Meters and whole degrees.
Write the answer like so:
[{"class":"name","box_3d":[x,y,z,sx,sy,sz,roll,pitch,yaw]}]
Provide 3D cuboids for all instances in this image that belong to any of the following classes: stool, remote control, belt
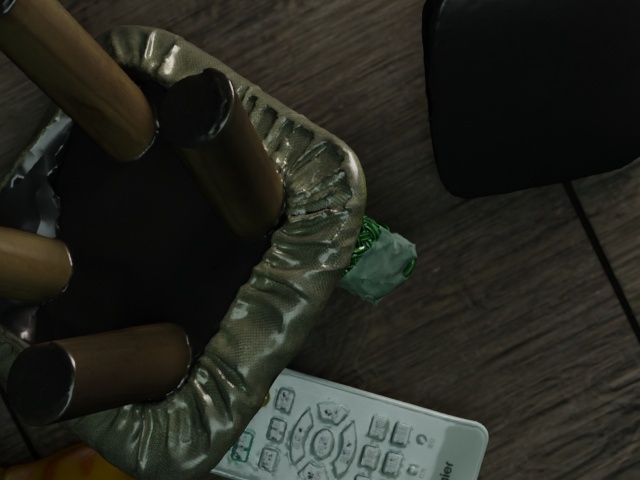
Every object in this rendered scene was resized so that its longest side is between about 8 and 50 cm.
[{"class":"stool","box_3d":[-0.172,-0.013,1.460,0.310,0.226,0.310,32,93,31]},{"class":"remote control","box_3d":[-0.011,0.161,1.640,0.293,0.051,0.103,16,98,-1]},{"class":"belt","box_3d":[0.000,0.000,1.579,0.151,0.121,0.079,31,94,-24]}]

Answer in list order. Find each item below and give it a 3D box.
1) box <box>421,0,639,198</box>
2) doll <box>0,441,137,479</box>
[{"class":"box","box_3d":[0.181,-0.135,1.575,0.201,0.042,0.212,-11,125,-2]},{"class":"doll","box_3d":[-0.226,0.243,1.590,0.269,0.166,0.162,-12,89,0]}]
